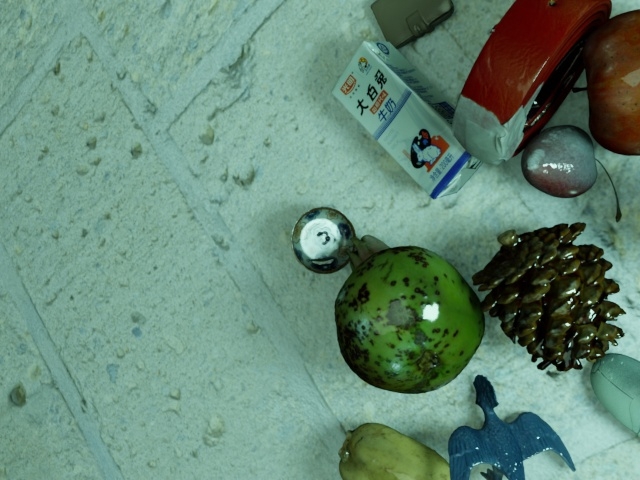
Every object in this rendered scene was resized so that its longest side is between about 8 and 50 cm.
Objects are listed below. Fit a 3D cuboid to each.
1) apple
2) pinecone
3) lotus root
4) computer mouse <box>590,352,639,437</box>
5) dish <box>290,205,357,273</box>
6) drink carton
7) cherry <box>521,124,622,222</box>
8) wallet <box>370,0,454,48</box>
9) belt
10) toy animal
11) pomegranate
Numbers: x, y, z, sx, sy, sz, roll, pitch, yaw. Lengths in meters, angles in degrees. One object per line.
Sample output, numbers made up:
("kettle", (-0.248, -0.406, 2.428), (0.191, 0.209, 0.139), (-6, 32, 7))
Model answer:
("apple", (0.513, -0.253, 1.124), (0.234, 0.234, 0.234), (2, 94, 30))
("pinecone", (0.391, 0.090, 1.217), (0.224, 0.224, 0.272), (-38, 94, 26))
("lotus root", (0.158, 0.466, 1.409), (0.284, 0.146, 0.160), (24, 122, 24))
("computer mouse", (0.558, 0.279, 1.212), (0.229, 0.068, 0.113), (35, 111, 24))
("dish", (0.000, 0.000, 1.516), (0.141, 0.078, 0.141), (0, 89, -12))
("drink carton", (0.171, -0.234, 1.375), (0.315, 0.107, 0.130), (49, 124, 19))
("cherry", (0.417, -0.105, 1.232), (0.115, 0.148, 0.188), (-16, 85, 38))
("wallet", (0.180, -0.452, 1.403), (0.153, 0.039, 0.118), (-25, 81, 32))
("belt", (0.344, -0.283, 1.202), (0.115, 0.227, 0.323), (36, 93, 25))
("toy animal", (0.325, 0.377, 1.304), (0.255, 0.239, 0.176), (-121, 20, -59))
("pomegranate", (0.141, 0.118, 1.359), (0.285, 0.285, 0.340), (-55, 35, 21))
